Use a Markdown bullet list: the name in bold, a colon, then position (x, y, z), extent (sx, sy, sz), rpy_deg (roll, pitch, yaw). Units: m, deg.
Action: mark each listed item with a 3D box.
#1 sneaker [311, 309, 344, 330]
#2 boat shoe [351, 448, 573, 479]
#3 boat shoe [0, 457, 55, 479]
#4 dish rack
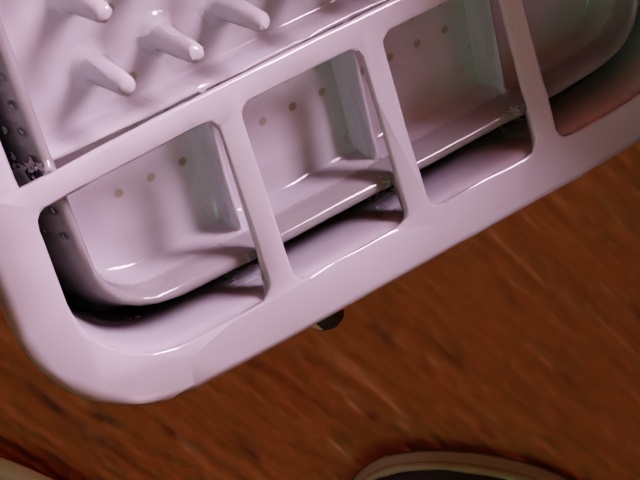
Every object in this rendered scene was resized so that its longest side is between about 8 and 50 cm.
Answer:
- **sneaker**: position (0.000, 0.000, 0.742), extent (0.035, 0.031, 0.083), rpy_deg (-9, 119, 14)
- **boat shoe**: position (0.113, 0.161, 0.796), extent (0.223, 0.073, 0.080), rpy_deg (24, 122, -5)
- **boat shoe**: position (-0.219, 0.151, 0.856), extent (0.319, 0.116, 0.099), rpy_deg (11, 166, -4)
- **dish rack**: position (-0.018, -0.143, 0.568), extent (0.285, 0.072, 0.333), rpy_deg (-28, 122, -21)
